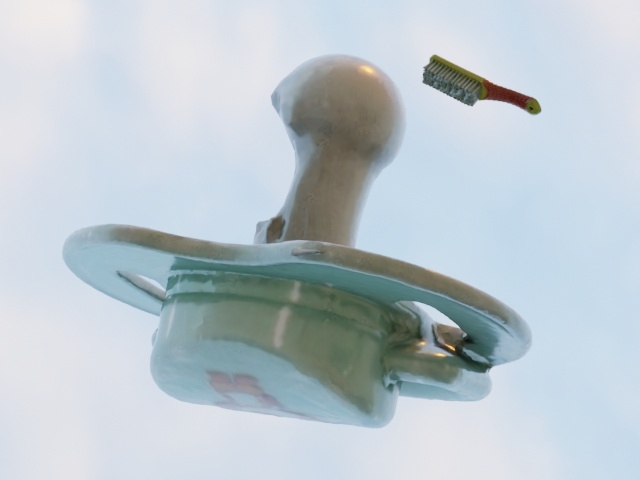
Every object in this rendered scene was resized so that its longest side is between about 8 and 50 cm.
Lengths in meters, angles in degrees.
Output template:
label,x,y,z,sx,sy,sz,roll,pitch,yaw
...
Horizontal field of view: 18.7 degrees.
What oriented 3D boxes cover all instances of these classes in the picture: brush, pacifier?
label,x,y,z,sx,sy,sz,roll,pitch,yaw
brush,0.106,-0.098,1.284,0.083,0.018,0.021,24,-128,17
pacifier,0.000,0.000,1.382,0.343,0.288,0.269,9,-107,27
